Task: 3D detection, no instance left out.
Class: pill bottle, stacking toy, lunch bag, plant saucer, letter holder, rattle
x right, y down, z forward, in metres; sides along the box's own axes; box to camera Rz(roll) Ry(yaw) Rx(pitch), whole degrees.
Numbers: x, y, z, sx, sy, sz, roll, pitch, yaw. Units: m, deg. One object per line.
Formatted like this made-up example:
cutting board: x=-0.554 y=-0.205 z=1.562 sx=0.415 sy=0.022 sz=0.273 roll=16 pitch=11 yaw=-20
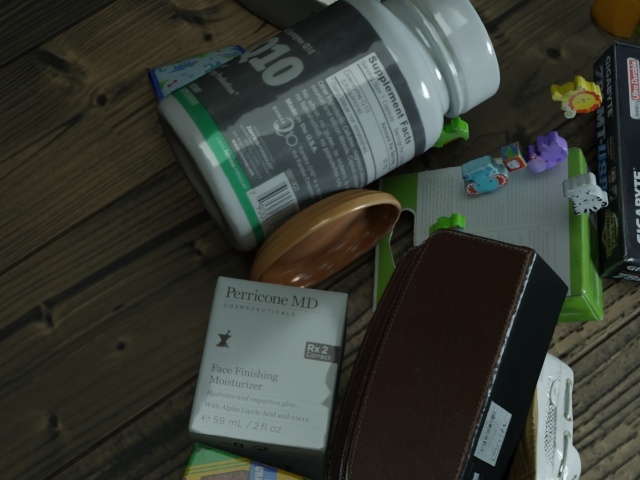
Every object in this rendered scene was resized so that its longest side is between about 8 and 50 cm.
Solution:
pill bottle: x=0.012 y=-0.157 z=1.526 sx=0.361 sy=0.204 sz=0.204 roll=-30 pitch=70 yaw=-9
stacking toy: x=0.224 y=-0.087 z=1.527 sx=0.221 sy=0.052 sz=0.167 roll=-17 pitch=47 yaw=24
lunch bag: x=-0.145 y=-0.190 z=1.661 sx=0.129 sy=0.096 sz=0.151 roll=-17 pitch=39 yaw=-8
plant saucer: x=0.000 y=0.000 z=1.520 sx=0.200 sy=0.200 sz=0.037 roll=-28 pitch=72 yaw=-12
letter holder: x=0.109 y=0.145 z=1.431 sx=0.214 sy=0.152 sz=0.302 roll=15 pitch=80 yaw=28
rattle: x=0.481 y=-0.271 z=1.739 sx=0.200 sy=0.143 sz=0.130 roll=-9 pitch=99 yaw=-21

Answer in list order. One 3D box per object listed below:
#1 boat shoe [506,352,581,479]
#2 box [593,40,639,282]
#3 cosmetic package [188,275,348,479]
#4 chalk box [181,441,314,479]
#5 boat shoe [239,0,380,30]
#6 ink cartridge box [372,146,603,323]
boat shoe: x=0.249 y=0.254 z=1.473 sx=0.096 sy=0.098 sz=0.277 roll=21 pitch=65 yaw=-24
box: x=0.481 y=-0.080 z=1.601 sx=0.293 sy=0.073 sz=0.295 roll=9 pitch=66 yaw=-14
cosmetic package: x=-0.055 y=0.158 z=1.478 sx=0.151 sy=0.151 sz=0.183 roll=7 pitch=67 yaw=2
chalk box: x=-0.054 y=0.323 z=1.418 sx=0.213 sy=0.132 sz=0.132 roll=16 pitch=68 yaw=6
boat shoe: x=0.021 y=-0.347 z=1.726 sx=0.340 sy=0.127 sz=0.158 roll=33 pitch=63 yaw=4
ink cartridge box: x=0.201 y=0.005 z=1.586 sx=0.255 sy=0.097 sz=0.188 roll=-7 pitch=65 yaw=23
